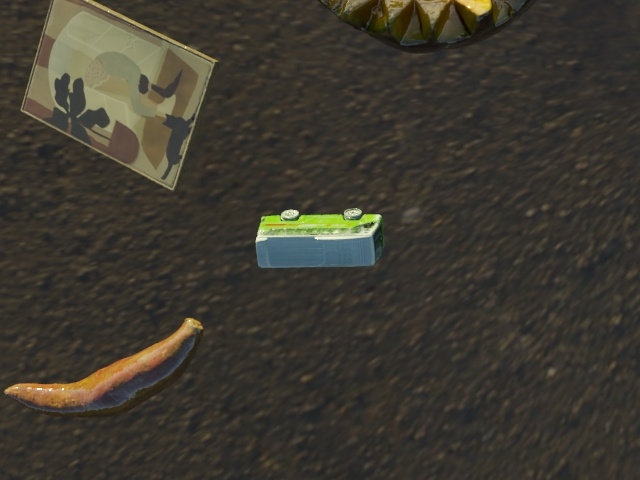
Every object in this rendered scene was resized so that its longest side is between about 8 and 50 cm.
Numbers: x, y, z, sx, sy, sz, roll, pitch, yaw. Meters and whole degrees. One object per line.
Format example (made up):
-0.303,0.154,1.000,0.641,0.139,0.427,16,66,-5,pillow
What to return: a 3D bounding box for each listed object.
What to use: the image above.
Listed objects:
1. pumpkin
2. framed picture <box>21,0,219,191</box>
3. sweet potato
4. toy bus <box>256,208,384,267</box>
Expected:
0.105,-0.236,1.751,0.254,0.149,0.130,13,64,15,pumpkin
-0.200,-0.150,1.610,0.201,0.010,0.136,27,111,23,framed picture
-0.228,0.158,1.823,0.255,0.058,0.078,-20,119,24,sweet potato
0.000,0.000,1.108,0.083,0.037,0.031,-1,117,9,toy bus
